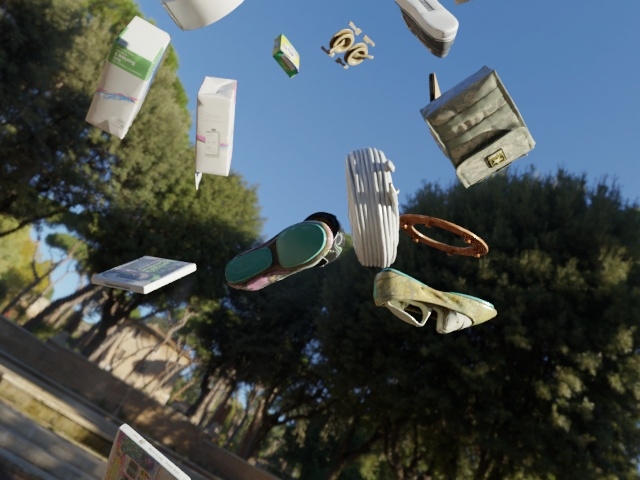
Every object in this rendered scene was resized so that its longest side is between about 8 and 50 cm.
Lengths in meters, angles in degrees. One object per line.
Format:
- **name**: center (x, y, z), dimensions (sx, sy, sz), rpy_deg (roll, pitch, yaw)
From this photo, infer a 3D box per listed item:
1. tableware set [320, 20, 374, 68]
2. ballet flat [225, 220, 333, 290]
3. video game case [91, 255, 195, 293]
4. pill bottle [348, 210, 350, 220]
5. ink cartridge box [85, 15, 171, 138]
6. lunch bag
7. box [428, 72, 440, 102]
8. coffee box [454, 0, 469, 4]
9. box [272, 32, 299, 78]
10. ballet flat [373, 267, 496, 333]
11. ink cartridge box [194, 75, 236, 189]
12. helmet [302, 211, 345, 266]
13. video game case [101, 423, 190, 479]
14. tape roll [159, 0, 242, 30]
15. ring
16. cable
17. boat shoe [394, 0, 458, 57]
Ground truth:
- **tableware set**: center (0.096, -0.612, 1.785), dimensions (0.194, 0.128, 0.039), rpy_deg (9, 49, -61)
- **ballet flat**: center (-0.056, 0.029, 0.898), dimensions (0.221, 0.077, 0.079), rpy_deg (-25, -27, 31)
- **video game case**: center (-0.443, 0.083, 1.405), dimensions (0.173, 0.190, 0.022), rpy_deg (7, -73, 25)
- **pill bottle**: center (0.156, -0.133, 1.740), dimensions (0.111, 0.187, 0.112), rpy_deg (10, -43, 9)
- **ink cartridge box**: center (-0.551, -0.465, 1.593), dimensions (0.117, 0.201, 0.278), rpy_deg (26, -53, -18)
- **lunch bag**: center (0.460, -0.315, 1.616), dimensions (0.235, 0.169, 0.287), rpy_deg (-32, -72, 16)
- **box**: center (0.388, -0.421, 1.827), dimensions (0.021, 0.165, 0.201), rpy_deg (-7, -29, 20)
- **coffee box**: center (0.376, -0.594, 1.124), dimensions (0.246, 0.098, 0.141), rpy_deg (2, -46, 47)
- **box**: center (-0.120, -0.657, 1.961), dimensions (0.043, 0.179, 0.105), rpy_deg (-31, -55, 20)
- **ballet flat**: center (0.296, 0.181, 1.458), dimensions (0.348, 0.123, 0.123), rpy_deg (20, -23, -10)
- **ink cartridge box**: center (-0.207, -0.207, 1.096), dimensions (0.067, 0.115, 0.198), rpy_deg (6, -57, -7)
- **helmet**: center (0.000, 0.000, 1.812), dimensions (0.169, 0.169, 0.162), rpy_deg (24, -25, 14)
- **video game case**: center (-0.285, 0.392, 0.887), dimensions (0.143, 0.019, 0.157), rpy_deg (32, -65, 17)
- **tape roll**: center (-0.333, -0.745, 1.627), dimensions (0.286, 0.286, 0.100), rpy_deg (11, -29, 36)
- **ring**: center (0.427, -0.008, 1.978), dimensions (0.336, 0.032, 0.336), rpy_deg (21, -11, 4)
- **cable**: center (0.104, -0.066, 1.171), dimensions (0.089, 0.257, 0.257), rpy_deg (-6, -66, 0)
- **boat shoe**: center (0.267, -0.605, 1.494), dimensions (0.102, 0.108, 0.301), rpy_deg (93, -27, -54)
